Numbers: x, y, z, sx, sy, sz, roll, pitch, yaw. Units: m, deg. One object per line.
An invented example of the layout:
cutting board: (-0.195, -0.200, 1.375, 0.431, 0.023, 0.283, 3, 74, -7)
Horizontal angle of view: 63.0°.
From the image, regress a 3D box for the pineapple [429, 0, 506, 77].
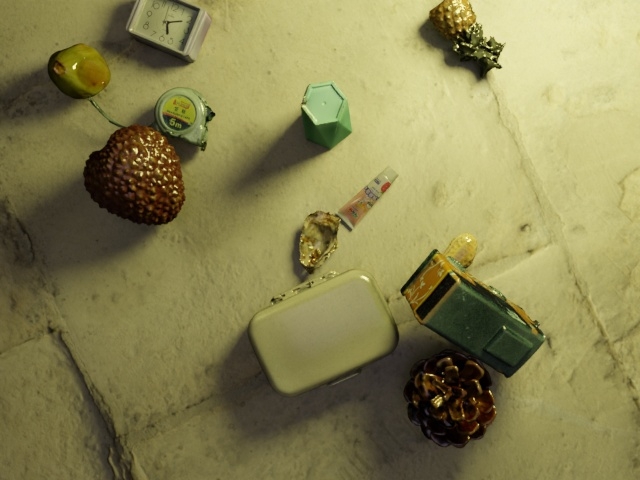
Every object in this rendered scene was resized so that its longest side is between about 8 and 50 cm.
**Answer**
pineapple: (0.395, -0.540, 1.379, 0.119, 0.111, 0.237, -34, 100, 34)

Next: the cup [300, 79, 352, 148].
cup: (0.010, -0.328, 1.331, 0.148, 0.236, 0.134, 18, 91, 4)

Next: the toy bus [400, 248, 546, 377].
toy bus: (0.382, 0.185, 1.310, 0.323, 0.194, 0.162, 33, 105, -16)

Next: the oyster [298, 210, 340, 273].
oyster: (-0.004, 0.007, 1.427, 0.105, 0.056, 0.177, 8, 91, 9)

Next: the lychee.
lychee: (-0.467, -0.155, 1.360, 0.271, 0.271, 0.271, 0, 91, 2)

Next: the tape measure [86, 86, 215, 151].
tape measure: (-0.453, -0.361, 1.423, 0.330, 0.084, 0.164, 20, 90, 2)

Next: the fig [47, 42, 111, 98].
fig: (-0.648, -0.450, 1.391, 0.154, 0.165, 0.144, 17, 110, -9)

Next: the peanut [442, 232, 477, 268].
peanut: (0.360, 0.059, 1.405, 0.080, 0.080, 0.174, 38, 96, 1)

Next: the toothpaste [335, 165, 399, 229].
toothpaste: (0.131, -0.122, 1.428, 0.067, 0.043, 0.194, 44, 98, -2)

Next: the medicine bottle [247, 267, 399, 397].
medicine bottle: (0.007, 0.245, 1.397, 0.375, 0.123, 0.282, -25, 92, 2)

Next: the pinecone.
pinecone: (0.333, 0.389, 1.322, 0.244, 0.309, 0.244, -1, 64, 2)

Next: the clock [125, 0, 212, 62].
clock: (-0.410, -0.589, 1.423, 0.193, 0.073, 0.144, 23, 93, 2)
